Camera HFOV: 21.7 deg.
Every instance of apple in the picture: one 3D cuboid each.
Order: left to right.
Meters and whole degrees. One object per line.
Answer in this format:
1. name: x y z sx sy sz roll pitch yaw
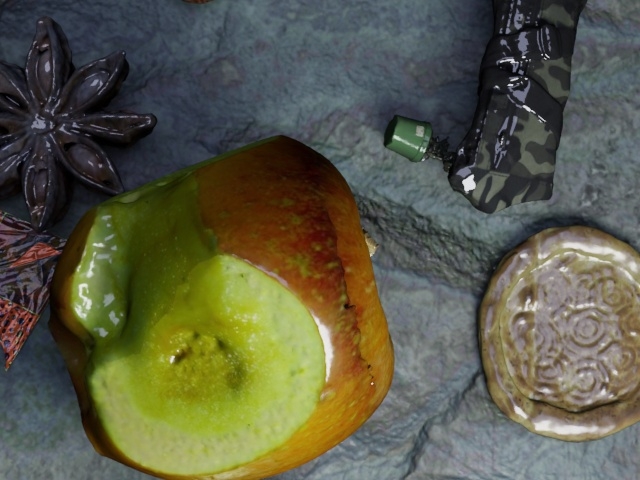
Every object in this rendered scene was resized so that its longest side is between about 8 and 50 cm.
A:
1. apple: -0.108 0.072 1.703 0.374 0.384 0.374 -2 66 5

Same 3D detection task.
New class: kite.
1. kite: -0.329 0.026 1.885 0.125 0.008 0.222 -17 81 -8

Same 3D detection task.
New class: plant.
1. plant: 0.126 -0.110 1.926 0.102 0.051 0.051 21 78 -14

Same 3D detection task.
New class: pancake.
1. pancake: 0.299 0.107 1.906 0.250 0.031 0.250 1 79 -5

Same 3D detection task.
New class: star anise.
1. star anise: -0.298 -0.120 1.867 0.236 0.109 0.223 23 84 14

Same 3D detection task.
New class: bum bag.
1. bum bag: 0.237 -0.191 1.920 0.144 0.095 0.341 19 76 -27

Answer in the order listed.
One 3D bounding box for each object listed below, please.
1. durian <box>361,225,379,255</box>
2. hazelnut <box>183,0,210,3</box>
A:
1. durian: 0.002 0.002 1.892 0.130 0.052 0.066 -10 83 -7
2. hazelnut: -0.139 -0.315 1.931 0.086 0.086 0.086 1 80 -4
